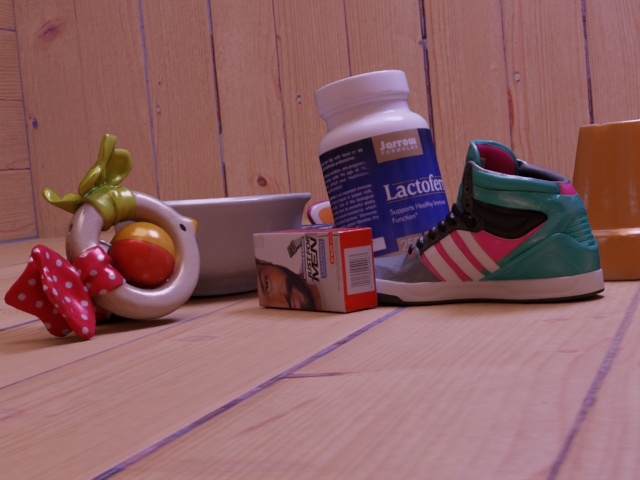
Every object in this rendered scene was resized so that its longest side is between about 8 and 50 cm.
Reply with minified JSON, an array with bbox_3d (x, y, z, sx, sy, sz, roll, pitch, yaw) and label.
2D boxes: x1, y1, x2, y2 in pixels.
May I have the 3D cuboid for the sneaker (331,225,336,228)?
[{"bbox_3d":[0.069,-0.034,1.743,0.107,0.162,0.281,-7,4,-28],"label":"sneaker"}]

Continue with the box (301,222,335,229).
[{"bbox_3d":[0.000,0.000,2.141,0.184,0.059,0.233,-5,3,26],"label":"box"}]

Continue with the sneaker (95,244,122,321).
[{"bbox_3d":[-0.252,0.058,1.478,0.093,0.088,0.225,-2,12,-11],"label":"sneaker"}]

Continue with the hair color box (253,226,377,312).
[{"bbox_3d":[-0.009,0.033,1.353,0.053,0.093,0.167,-7,4,-37],"label":"hair color box"}]

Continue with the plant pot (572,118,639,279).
[{"bbox_3d":[0.395,-0.056,1.432,0.205,0.187,0.205,-5,3,0],"label":"plant pot"}]

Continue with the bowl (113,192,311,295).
[{"bbox_3d":[-0.156,0.006,1.636,0.298,0.134,0.298,-3,3,0],"label":"bowl"}]

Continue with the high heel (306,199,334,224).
[{"bbox_3d":[0.025,-0.042,2.382,0.117,0.082,0.244,10,2,40],"label":"high heel"}]

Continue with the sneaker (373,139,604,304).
[{"bbox_3d":[0.164,-0.022,1.290,0.296,0.178,0.124,-3,4,30],"label":"sneaker"}]

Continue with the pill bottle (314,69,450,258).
[{"bbox_3d":[0.082,-0.081,1.522,0.153,0.264,0.153,-14,-3,-1],"label":"pill bottle"}]

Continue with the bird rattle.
[{"bbox_3d":[-0.233,0.010,1.329,0.207,0.253,0.143,21,-47,-22],"label":"bird rattle"}]
